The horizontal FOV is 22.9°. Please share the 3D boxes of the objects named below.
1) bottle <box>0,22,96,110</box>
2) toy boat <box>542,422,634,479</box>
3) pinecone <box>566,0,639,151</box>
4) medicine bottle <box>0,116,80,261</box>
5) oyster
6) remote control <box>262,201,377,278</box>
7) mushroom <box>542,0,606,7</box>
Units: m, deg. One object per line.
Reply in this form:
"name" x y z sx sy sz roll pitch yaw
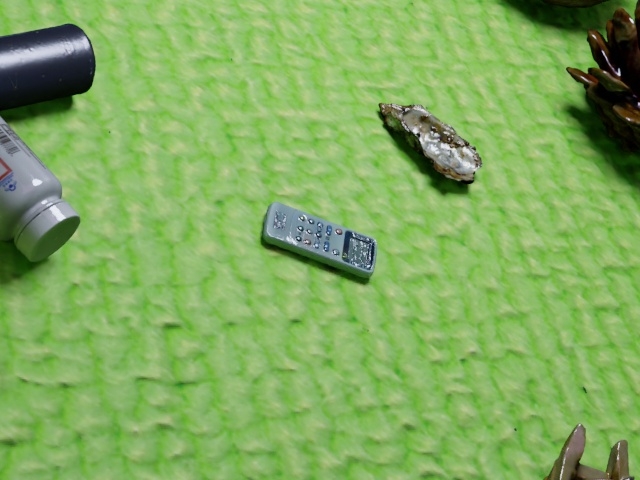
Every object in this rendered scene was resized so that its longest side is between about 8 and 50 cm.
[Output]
"bottle" -0.333 -0.157 1.522 0.244 0.082 0.072 -19 67 -38
"toy boat" 0.247 0.307 1.439 0.089 0.115 0.310 22 47 -11
"pinecone" 0.420 -0.205 1.910 0.202 0.201 0.229 54 12 -14
"medicine bottle" -0.290 -0.050 1.459 0.140 0.079 0.079 47 46 12
"oyster" 0.126 -0.112 1.781 0.086 0.029 0.132 -9 55 -41
"remote control" 0.000 0.000 1.624 0.124 0.018 0.053 21 47 -12
"mushroom" 0.304 -0.404 2.036 0.253 0.153 0.253 16 45 -17
